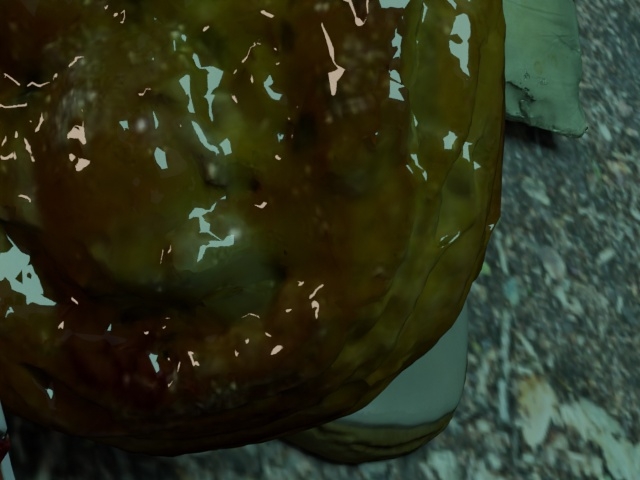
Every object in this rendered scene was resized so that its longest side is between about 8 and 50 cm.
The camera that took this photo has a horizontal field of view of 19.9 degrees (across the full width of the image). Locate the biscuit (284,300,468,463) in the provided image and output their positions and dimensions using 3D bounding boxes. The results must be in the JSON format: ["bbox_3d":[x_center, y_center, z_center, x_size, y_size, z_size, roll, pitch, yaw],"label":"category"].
[{"bbox_3d":[0.000,0.000,0.837,0.181,0.049,0.208,-14,70,-49],"label":"biscuit"}]

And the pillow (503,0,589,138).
[{"bbox_3d":[0.063,-0.130,1.001,0.229,0.051,0.128,10,62,-40],"label":"pillow"}]

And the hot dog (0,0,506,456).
[{"bbox_3d":[-0.061,-0.111,0.719,0.174,0.267,0.387,71,9,-60],"label":"hot dog"}]

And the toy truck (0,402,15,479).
[{"bbox_3d":[-0.222,0.072,0.460,0.268,0.155,0.124,3,59,-45],"label":"toy truck"}]
